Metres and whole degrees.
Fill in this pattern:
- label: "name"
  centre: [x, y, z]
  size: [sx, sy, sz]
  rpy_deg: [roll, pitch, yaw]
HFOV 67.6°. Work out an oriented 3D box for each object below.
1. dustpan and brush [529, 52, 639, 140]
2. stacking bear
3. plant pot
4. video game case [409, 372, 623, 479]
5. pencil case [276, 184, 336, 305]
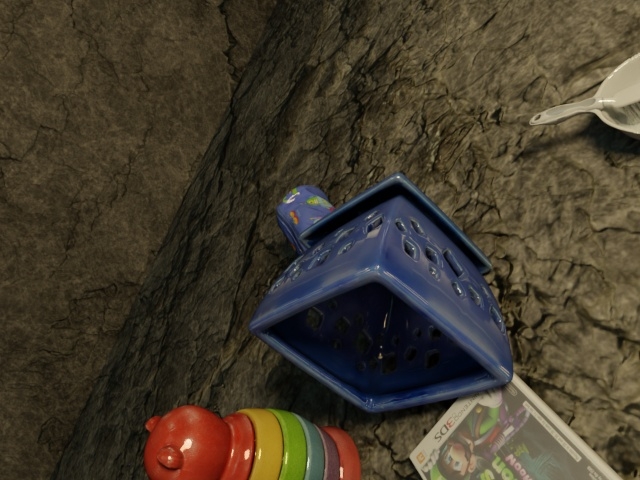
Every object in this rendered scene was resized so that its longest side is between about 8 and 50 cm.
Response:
- label: "dustpan and brush"
  centre: [0.365, -0.167, 0.574]
  size: [0.211, 0.060, 0.147]
  rpy_deg: [-16, 53, 49]
- label: "stacking bear"
  centre: [-0.099, 0.307, 0.652]
  size: [0.164, 0.289, 0.175]
  rpy_deg: [-61, 31, 0]
- label: "plant pot"
  centre: [0.086, 0.065, 0.631]
  size: [0.236, 0.236, 0.212]
  rpy_deg: [-32, 27, 40]
- label: "video game case"
  centre: [0.199, 0.252, 0.522]
  size: [0.173, 0.022, 0.190]
  rpy_deg: [-55, 32, 11]
- label: "pencil case"
  centre: [0.000, 0.000, 0.904]
  size: [0.119, 0.133, 0.306]
  rpy_deg: [-62, 29, 18]
